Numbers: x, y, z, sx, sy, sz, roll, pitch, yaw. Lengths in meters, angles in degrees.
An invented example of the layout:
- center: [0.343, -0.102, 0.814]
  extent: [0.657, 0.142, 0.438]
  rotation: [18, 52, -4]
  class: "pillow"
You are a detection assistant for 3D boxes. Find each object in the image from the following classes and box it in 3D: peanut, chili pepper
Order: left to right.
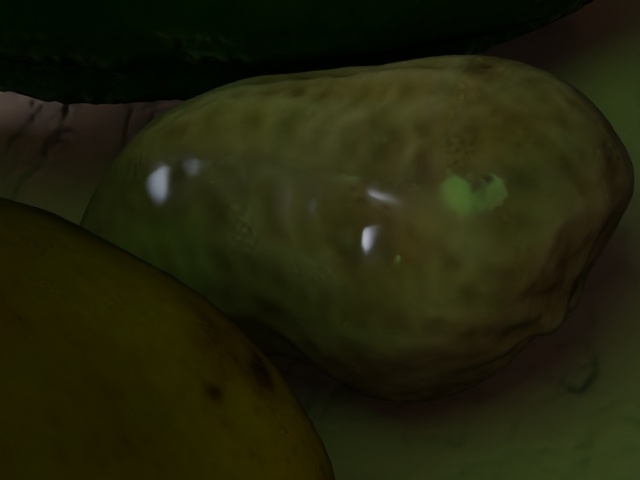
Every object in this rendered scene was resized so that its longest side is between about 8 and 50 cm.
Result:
- center: [-0.072, -0.167, 0.748]
  extent: [0.385, 0.167, 0.213]
  rotation: [0, 80, -6]
  class: "chili pepper"
- center: [0.000, 0.000, 0.715]
  extent: [0.253, 0.122, 0.137]
  rotation: [-1, 105, 26]
  class: "peanut"

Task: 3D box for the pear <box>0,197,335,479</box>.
- center: [-0.206, 0.139, 0.580]
  extent: [0.418, 0.362, 0.362]
  rotation: [-27, 52, -22]
  class: "pear"
